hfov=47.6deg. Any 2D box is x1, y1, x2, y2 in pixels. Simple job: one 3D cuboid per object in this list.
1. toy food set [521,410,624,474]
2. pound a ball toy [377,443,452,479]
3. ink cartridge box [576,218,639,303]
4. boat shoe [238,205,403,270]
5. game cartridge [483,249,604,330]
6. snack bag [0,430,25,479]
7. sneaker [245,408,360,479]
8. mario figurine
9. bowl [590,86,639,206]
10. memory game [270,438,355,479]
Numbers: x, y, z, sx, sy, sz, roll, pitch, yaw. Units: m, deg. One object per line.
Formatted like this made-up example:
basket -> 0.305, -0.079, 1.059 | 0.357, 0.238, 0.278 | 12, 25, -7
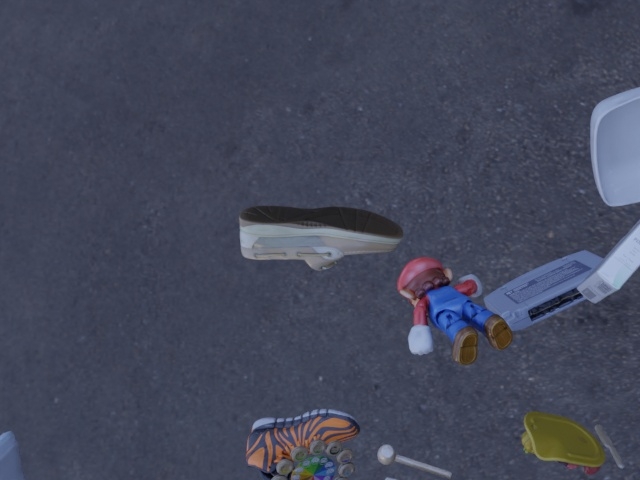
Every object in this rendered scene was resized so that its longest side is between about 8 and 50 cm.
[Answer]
toy food set -> 0.475, 0.409, 1.411 | 0.128, 0.217, 0.071 | -109, 40, -57
pound a ball toy -> 0.258, 0.602, 1.676 | 0.319, 0.136, 0.208 | 11, 62, 19
ink cartridge box -> 0.588, 0.012, 1.360 | 0.224, 0.181, 0.056 | -45, 75, -4
boat shoe -> 0.000, 0.000, 1.340 | 0.109, 0.302, 0.098 | -80, -7, -65
game cartridge -> 0.560, 0.118, 1.784 | 0.196, 0.294, 0.060 | -115, 0, -73
snack bag -> -0.349, 0.381, 0.639 | 0.037, 0.323, 0.343 | 13, 119, 21
sneaker -> -0.051, 0.553, 1.896 | 0.321, 0.125, 0.180 | -16, 35, 23
mario figurine -> 0.277, 0.160, 1.567 | 0.170, 0.198, 0.320 | -67, 28, 16
bowl -> 0.373, -0.118, 0.822 | 0.142, 0.142, 0.053 | -16, 37, 7
memory game -> -0.014, 0.485, 1.494 | 0.186, 0.186, 0.012 | -66, 29, 16
